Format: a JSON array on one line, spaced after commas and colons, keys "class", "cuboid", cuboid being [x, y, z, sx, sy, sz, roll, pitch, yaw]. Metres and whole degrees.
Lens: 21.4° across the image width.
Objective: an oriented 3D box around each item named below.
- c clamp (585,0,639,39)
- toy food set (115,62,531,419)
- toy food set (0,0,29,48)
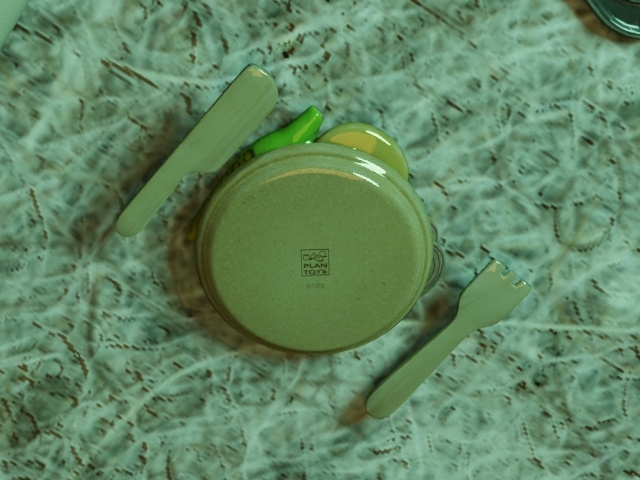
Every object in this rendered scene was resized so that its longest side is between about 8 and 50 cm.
[{"class": "c clamp", "cuboid": [0.178, -0.184, 0.835, 0.137, 0.022, 0.160, 42, 100, -19]}, {"class": "toy food set", "cuboid": [0.000, 0.000, 0.881, 0.192, 0.038, 0.132, 39, 110, -19]}, {"class": "toy food set", "cuboid": [-0.233, -0.190, 0.730, 0.306, 0.092, 0.220, 23, 107, -39]}]
